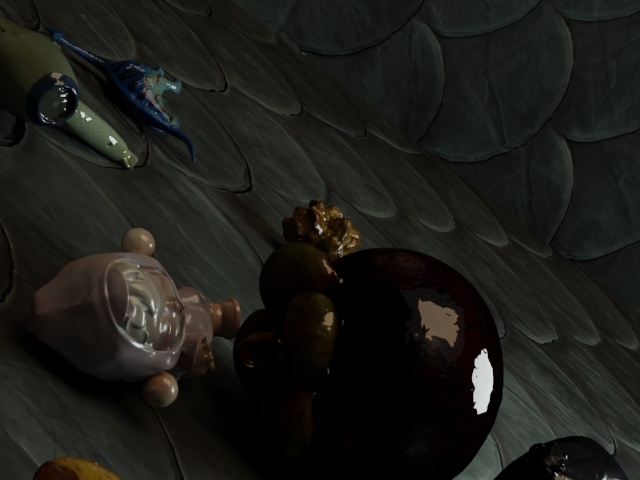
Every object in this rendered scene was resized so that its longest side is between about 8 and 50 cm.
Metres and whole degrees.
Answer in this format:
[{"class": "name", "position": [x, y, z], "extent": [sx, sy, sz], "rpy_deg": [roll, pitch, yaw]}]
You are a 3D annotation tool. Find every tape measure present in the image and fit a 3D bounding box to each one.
[{"class": "tape measure", "position": [0.302, 0.348, 2.134], "extent": [0.223, 0.202, 0.135], "rpy_deg": [15, 33, -50]}]

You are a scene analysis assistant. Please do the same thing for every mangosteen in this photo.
[{"class": "mangosteen", "position": [0.045, 0.148, 1.894], "extent": [0.347, 0.307, 0.307], "rpy_deg": [18, 24, -26]}]

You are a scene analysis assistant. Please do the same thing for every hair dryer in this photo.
[{"class": "hair dryer", "position": [-0.401, -0.229, 2.247], "extent": [0.296, 0.119, 0.298], "rpy_deg": [44, -1, 21]}]

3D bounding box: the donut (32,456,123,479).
[{"class": "donut", "position": [-0.188, 0.271, 1.373], "extent": [0.184, 0.073, 0.166], "rpy_deg": [46, 15, 13]}]

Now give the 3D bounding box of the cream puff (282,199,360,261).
[{"class": "cream puff", "position": [0.000, 0.000, 2.523], "extent": [0.122, 0.116, 0.094], "rpy_deg": [11, 29, -12]}]

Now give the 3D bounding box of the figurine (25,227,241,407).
[{"class": "figurine", "position": [-0.193, 0.091, 1.757], "extent": [0.276, 0.133, 0.200], "rpy_deg": [24, 52, -58]}]

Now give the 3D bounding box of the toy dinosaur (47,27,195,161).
[{"class": "toy dinosaur", "position": [-0.279, -0.235, 2.557], "extent": [0.329, 0.076, 0.144], "rpy_deg": [43, 22, 14]}]
